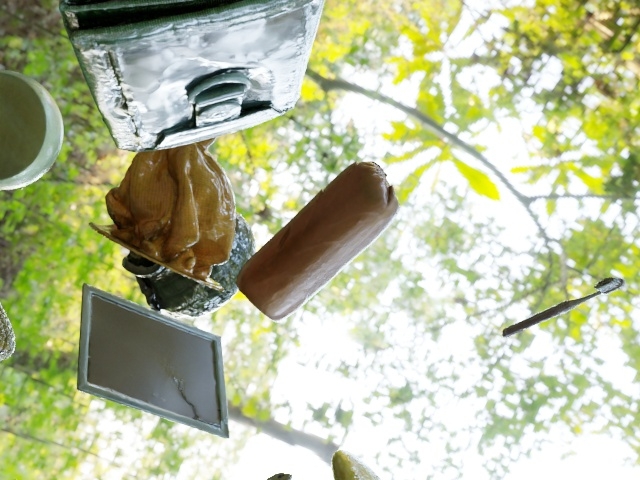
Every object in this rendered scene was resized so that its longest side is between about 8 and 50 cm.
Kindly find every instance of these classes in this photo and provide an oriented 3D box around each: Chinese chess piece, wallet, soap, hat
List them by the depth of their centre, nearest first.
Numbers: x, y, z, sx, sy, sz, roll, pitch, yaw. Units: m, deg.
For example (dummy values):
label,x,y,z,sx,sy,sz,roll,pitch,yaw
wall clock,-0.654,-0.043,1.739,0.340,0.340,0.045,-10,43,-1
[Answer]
label,x,y,z,sx,sy,sz,roll,pitch,yaw
wallet,-0.083,-0.119,0.634,0.236,0.160,0.055,128,-51,-80
Chinese chess piece,-0.383,-0.133,1.089,0.144,0.144,0.058,-63,176,-2
hat,-0.188,-0.074,1.336,0.233,0.233,0.244,-64,159,-1
soap,0.139,0.656,2.127,0.115,0.306,0.427,-41,-160,3

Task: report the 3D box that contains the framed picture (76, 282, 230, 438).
label,x,y,z,sx,sy,sz,roll,pitch,yaw
framed picture,-0.285,0.209,1.552,0.018,0.293,0.231,-44,-144,28

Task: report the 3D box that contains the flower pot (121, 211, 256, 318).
label,x,y,z,sx,sy,sz,roll,pitch,yaw
flower pot,-0.305,0.031,2.052,0.301,0.213,0.302,-29,-147,21

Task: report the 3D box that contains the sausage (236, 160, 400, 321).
label,x,y,z,sx,sy,sz,roll,pitch,yaw
sausage,0.001,-0.001,1.467,0.304,0.121,0.121,-43,-156,12

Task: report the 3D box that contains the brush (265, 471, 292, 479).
label,x,y,z,sx,sy,sz,roll,pitch,yaw
brush,-0.145,0.478,1.605,0.070,0.065,0.327,-15,-175,30

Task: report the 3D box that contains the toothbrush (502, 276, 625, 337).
label,x,y,z,sx,sy,sz,roll,pitch,yaw
toothbrush,0.472,0.136,1.806,0.354,0.029,0.024,-39,-145,55

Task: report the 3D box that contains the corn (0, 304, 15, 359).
label,x,y,z,sx,sy,sz,roll,pitch,yaw
corn,-0.674,0.102,1.746,0.101,0.292,0.101,-31,170,-6
